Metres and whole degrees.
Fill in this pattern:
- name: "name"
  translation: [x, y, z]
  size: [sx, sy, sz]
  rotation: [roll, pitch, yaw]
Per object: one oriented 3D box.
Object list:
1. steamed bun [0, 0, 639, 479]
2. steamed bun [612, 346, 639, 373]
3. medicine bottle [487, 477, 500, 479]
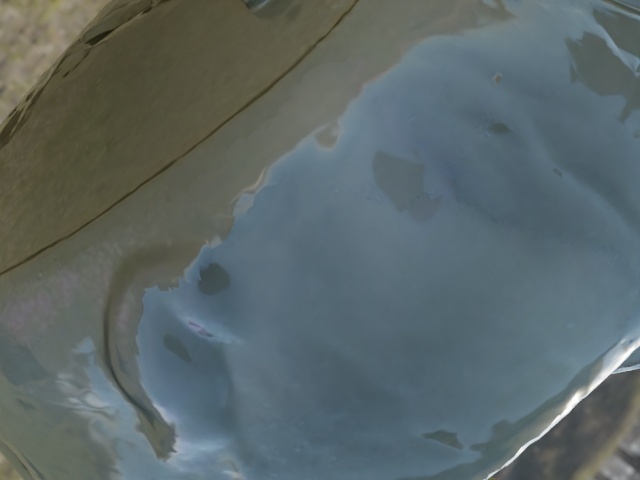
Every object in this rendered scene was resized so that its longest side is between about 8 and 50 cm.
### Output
- name: "steamed bun"
  translation: [0.003, 0.000, 0.710]
  size: [0.384, 0.247, 0.236]
  rotation: [-34, -154, 17]
- name: "steamed bun"
  translation: [0.227, 0.024, 1.351]
  size: [0.232, 0.145, 0.232]
  rotation: [-13, -178, 1]
- name: "medicine bottle"
  translation: [0.107, 0.226, 1.231]
  size: [0.122, 0.212, 0.121]
  rotation: [-26, 147, -19]
